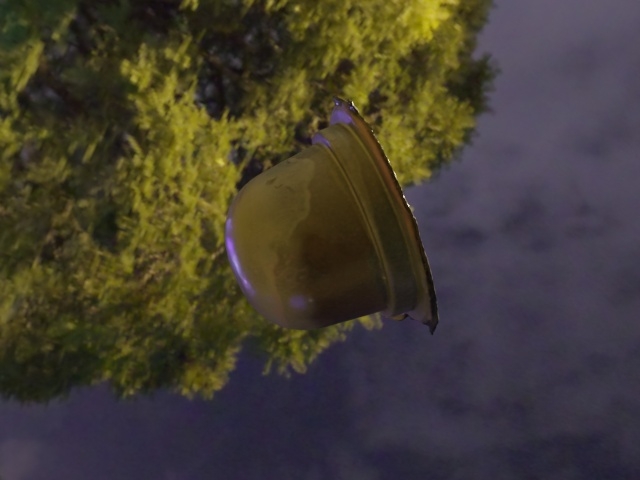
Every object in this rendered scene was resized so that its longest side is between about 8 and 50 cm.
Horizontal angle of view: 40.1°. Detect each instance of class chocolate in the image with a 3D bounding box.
[{"bbox_3d":[-0.003,0.003,0.730,0.147,0.221,0.221,-23,-131,0],"label":"chocolate"}]
